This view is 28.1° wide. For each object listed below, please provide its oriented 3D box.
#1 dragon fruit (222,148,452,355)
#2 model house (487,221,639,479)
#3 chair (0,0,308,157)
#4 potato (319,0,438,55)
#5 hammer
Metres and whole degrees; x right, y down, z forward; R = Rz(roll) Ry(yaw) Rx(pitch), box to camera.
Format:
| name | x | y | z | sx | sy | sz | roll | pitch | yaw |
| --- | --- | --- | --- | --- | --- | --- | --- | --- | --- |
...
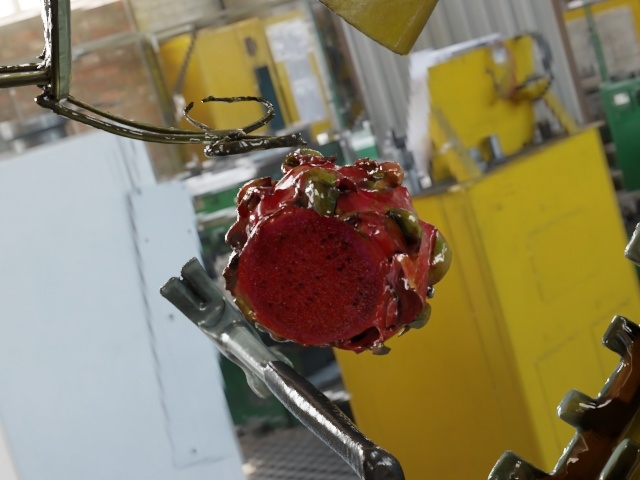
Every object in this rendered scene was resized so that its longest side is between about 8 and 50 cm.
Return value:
| name | x | y | z | sx | sy | sz | roll | pitch | yaw |
| --- | --- | --- | --- | --- | --- | --- | --- | --- | --- |
| dragon fruit | 0.000 | 0.000 | 0.856 | 0.150 | 0.133 | 0.208 | -7 | 21 | -22 |
| model house | 0.235 | 0.127 | 0.639 | 0.224 | 0.215 | 0.198 | -60 | 12 | 0 |
| chair | -0.177 | -0.146 | 0.834 | 0.326 | 0.170 | 0.160 | -1 | 12 | -14 |
| potato | 0.037 | -0.255 | 0.979 | 0.158 | 0.178 | 0.203 | -54 | 26 | 9 |
| hammer | -0.020 | 0.069 | 0.642 | 0.029 | 0.103 | 0.246 | -44 | 22 | -7 |
